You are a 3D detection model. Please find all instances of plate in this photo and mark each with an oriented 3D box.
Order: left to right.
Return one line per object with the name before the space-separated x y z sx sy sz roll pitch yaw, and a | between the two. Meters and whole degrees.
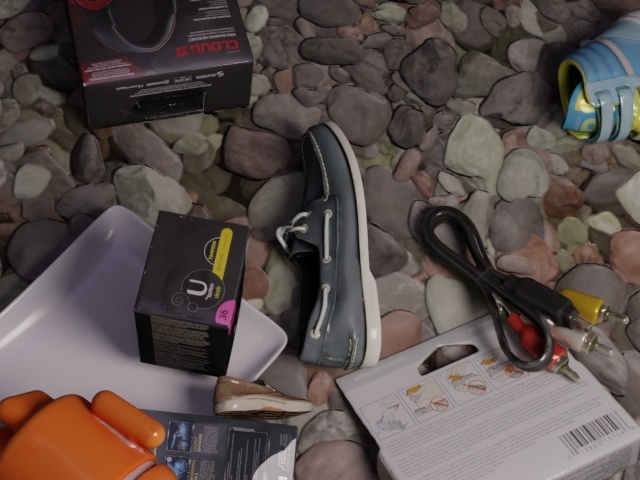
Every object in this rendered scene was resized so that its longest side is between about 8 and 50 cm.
plate | -0.225 0.133 1.212 0.277 0.045 0.278 37 66 11

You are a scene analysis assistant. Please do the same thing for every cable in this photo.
cable | 0.219 0.070 1.277 0.287 0.072 0.139 33 69 34

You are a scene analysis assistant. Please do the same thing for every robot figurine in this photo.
robot figurine | -0.225 0.236 1.008 0.219 0.128 0.158 35 61 13

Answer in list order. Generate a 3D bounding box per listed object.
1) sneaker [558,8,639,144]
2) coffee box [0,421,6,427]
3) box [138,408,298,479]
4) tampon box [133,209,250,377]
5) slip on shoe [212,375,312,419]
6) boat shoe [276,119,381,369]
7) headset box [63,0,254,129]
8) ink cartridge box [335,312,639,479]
sneaker | 0.441 -0.152 1.390 0.208 0.127 0.319 -28 61 -21
coffee box | -0.364 0.258 1.103 0.246 0.098 0.141 36 65 11
box | -0.126 0.301 1.102 0.183 0.059 0.233 8 73 -13
tampon box | -0.138 0.062 1.143 0.101 0.161 0.120 11 64 -2
slip on shoe | -0.064 0.176 1.179 0.135 0.051 0.041 9 65 -39
boat shoe | 0.000 0.000 1.266 0.099 0.116 0.319 -4 70 -13
headset box | -0.218 -0.282 1.377 0.218 0.110 0.293 -10 66 -12
ink cartridge box | 0.188 0.209 1.220 0.275 0.060 0.239 -21 43 -16
